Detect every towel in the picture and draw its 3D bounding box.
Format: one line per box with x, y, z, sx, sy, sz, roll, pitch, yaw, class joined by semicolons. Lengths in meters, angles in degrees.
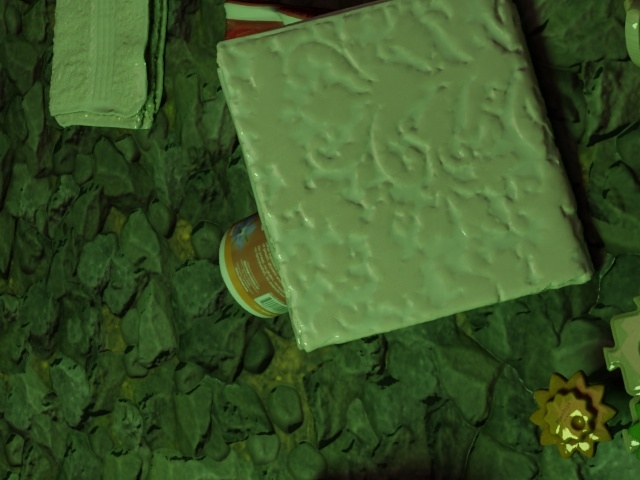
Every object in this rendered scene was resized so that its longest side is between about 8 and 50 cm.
-0.282;-0.288;1.710;0.187;0.049;0.282;5;94;37;towel
0.085;-0.079;1.305;0.317;0.053;0.331;-15;83;-8;towel

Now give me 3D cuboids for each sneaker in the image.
-0.031;-0.209;1.509;0.221;0.087;0.128;22;113;48;sneaker

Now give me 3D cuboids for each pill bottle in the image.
0.000;0.000;1.449;0.216;0.121;0.121;-24;76;35;pill bottle

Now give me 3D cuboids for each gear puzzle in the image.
0.339;0.126;1.169;0.339;0.044;0.175;-16;81;31;gear puzzle

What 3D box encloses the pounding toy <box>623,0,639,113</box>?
0.321;-0.229;1.178;0.155;0.154;0.269;20;102;36;pounding toy
